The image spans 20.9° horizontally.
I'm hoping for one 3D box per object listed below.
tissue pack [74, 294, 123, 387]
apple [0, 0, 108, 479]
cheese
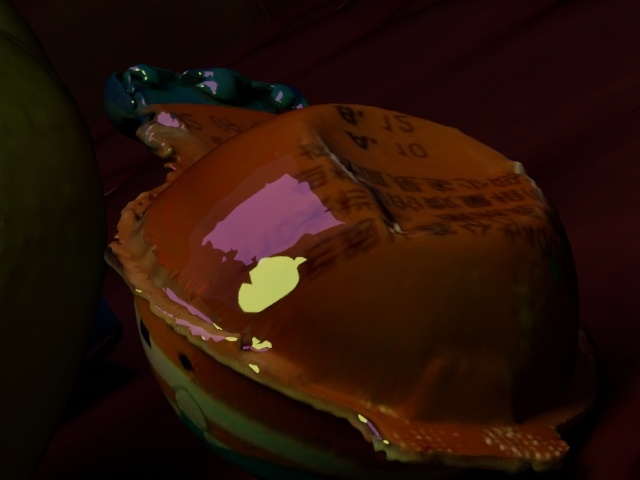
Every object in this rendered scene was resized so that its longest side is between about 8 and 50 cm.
[{"bbox_3d":[-0.282,0.095,1.149,0.270,0.137,0.209,-37,14,-21],"label":"tissue pack"},{"bbox_3d":[-0.329,0.018,0.806,0.474,0.473,0.473,-27,12,6],"label":"apple"},{"bbox_3d":[0.000,0.000,0.743,0.217,0.129,0.329,6,26,-29],"label":"cheese"}]
